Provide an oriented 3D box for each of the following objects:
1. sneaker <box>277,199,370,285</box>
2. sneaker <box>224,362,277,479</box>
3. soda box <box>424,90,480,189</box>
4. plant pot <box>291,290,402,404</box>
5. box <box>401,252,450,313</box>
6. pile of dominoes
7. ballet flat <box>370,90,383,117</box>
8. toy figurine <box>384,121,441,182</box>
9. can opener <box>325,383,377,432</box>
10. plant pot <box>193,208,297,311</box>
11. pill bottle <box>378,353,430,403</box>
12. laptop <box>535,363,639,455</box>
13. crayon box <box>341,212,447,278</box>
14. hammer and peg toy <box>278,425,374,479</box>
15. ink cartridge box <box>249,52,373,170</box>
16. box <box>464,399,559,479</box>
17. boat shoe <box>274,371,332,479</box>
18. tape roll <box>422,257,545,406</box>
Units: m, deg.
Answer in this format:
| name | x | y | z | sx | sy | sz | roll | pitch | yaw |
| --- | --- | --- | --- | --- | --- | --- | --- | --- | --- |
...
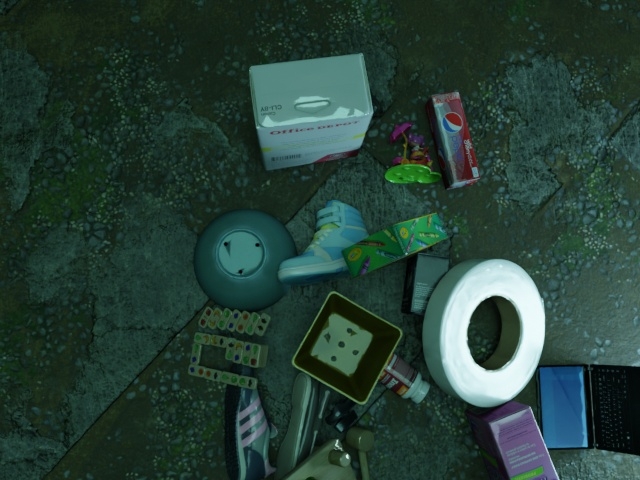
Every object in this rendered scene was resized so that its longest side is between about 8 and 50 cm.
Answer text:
| name | x | y | z | sx | sy | sz | roll | pitch | yaw |
| --- | --- | --- | --- | --- | --- | --- | --- | --- | --- |
| sneaker | 0.000 | 0.000 | 1.678 | 0.319 | 0.127 | 0.208 | -9 | 76 | -38 |
| sneaker | -0.181 | 0.474 | 1.666 | 0.131 | 0.112 | 0.319 | 6 | 77 | -29 |
| soda box | 0.374 | -0.284 | 1.779 | 0.083 | 0.092 | 0.263 | -12 | 84 | -4 |
| plant pot | 0.062 | 0.277 | 1.645 | 0.212 | 0.187 | 0.212 | 30 | 82 | 0 |
| box | 0.282 | 0.123 | 1.691 | 0.093 | 0.156 | 0.158 | 9 | 82 | -1 |
| pile of dominoes | -0.249 | 0.275 | 1.636 | 0.251 | 0.040 | 0.196 | 4 | 82 | 32 |
| ballet flat | 0.122 | -0.431 | 1.817 | 0.057 | 0.049 | 0.173 | -33 | 83 | 38 |
| toy figurine | 0.261 | -0.256 | 1.772 | 0.173 | 0.130 | 0.159 | 6 | 72 | -24 |
| can opener | 0.084 | 0.432 | 1.669 | 0.186 | 0.059 | 0.073 | -38 | 91 | -37 |
| plant pot | -0.203 | 0.045 | 1.658 | 0.290 | 0.195 | 0.290 | 0 | 83 | -3 |
| pill bottle | 0.217 | 0.371 | 1.691 | 0.152 | 0.086 | 0.086 | 35 | 82 | 2 |
| laptop | 0.737 | 0.455 | 1.680 | 0.136 | 0.264 | 0.234 | 4 | 81 | -39 |
| crayon box | 0.197 | 0.010 | 1.620 | 0.165 | 0.278 | 0.081 | -28 | 83 | 33 |
| hammer and peg toy | 0.039 | 0.642 | 1.551 | 0.361 | 0.127 | 0.266 | -28 | 100 | -35 |
| ink cartridge box | -0.030 | -0.321 | 1.617 | 0.279 | 0.385 | 0.161 | -8 | 83 | -4 |
| box | 0.496 | 0.549 | 1.618 | 0.117 | 0.213 | 0.243 | -21 | 85 | -5 |
| boat shoe | -0.039 | 0.516 | 1.648 | 0.095 | 0.112 | 0.335 | 14 | 86 | -24 |
| tape roll | 0.435 | 0.237 | 1.638 | 0.391 | 0.072 | 0.392 | -1 | 91 | -32 |
